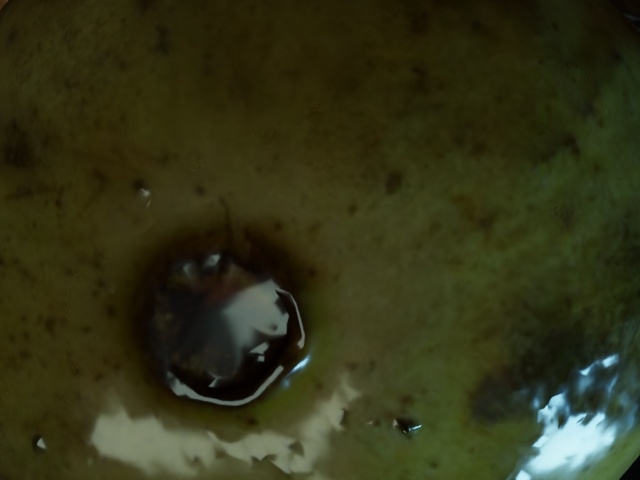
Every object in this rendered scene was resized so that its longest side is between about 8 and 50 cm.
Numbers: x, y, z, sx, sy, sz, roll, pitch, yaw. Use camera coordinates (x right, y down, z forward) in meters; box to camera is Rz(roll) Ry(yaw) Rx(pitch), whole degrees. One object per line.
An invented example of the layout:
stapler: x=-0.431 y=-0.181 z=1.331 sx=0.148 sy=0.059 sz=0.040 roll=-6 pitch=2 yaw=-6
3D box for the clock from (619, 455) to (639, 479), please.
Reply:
clock: x=0.207 y=0.157 z=0.764 sx=0.280 sy=0.055 sz=0.280 roll=17 pitch=135 yaw=18

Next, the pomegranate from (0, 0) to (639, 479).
pomegranate: x=0.000 y=0.000 z=0.596 sx=0.281 sy=0.281 sz=0.281 roll=17 pitch=135 yaw=18
